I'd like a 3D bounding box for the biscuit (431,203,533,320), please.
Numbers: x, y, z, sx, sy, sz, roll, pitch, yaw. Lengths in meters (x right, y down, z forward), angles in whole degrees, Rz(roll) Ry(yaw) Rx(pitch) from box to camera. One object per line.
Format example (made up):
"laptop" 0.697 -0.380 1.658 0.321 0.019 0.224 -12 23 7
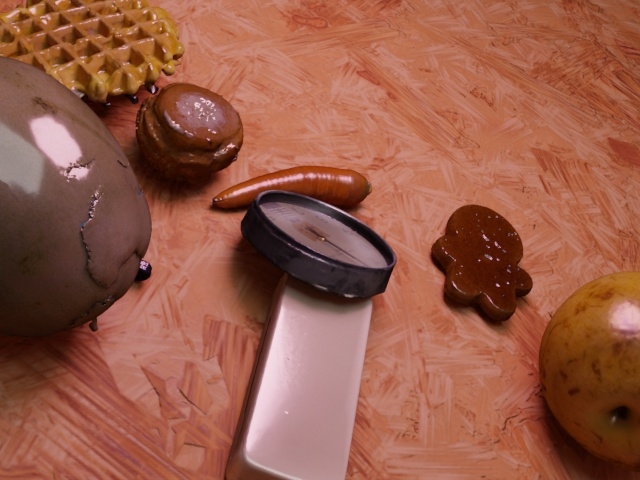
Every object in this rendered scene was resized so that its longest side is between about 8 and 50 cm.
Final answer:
"biscuit" 0.267 0.030 1.320 0.179 0.039 0.236 25 44 -5

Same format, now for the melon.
"melon" -0.340 -0.038 0.891 0.330 0.268 0.268 52 45 -6

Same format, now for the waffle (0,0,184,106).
"waffle" -0.356 -0.304 1.206 0.329 0.062 0.329 6 43 -5

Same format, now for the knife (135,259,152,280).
"knife" -0.276 0.025 1.033 0.121 0.031 0.018 19 48 -12

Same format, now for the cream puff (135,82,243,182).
"cream puff" -0.193 -0.150 1.167 0.165 0.115 0.150 15 48 -28

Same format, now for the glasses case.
"glasses case" -0.019 0.176 1.015 0.131 0.070 0.313 22 45 -10

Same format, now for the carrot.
"carrot" -0.042 -0.083 1.241 0.271 0.066 0.062 0 10 -26

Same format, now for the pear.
"pear" 0.446 0.178 1.137 0.280 0.281 0.281 15 47 -17

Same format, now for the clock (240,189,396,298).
"clock" 0.000 0.000 1.128 0.225 0.049 0.226 21 20 -8
